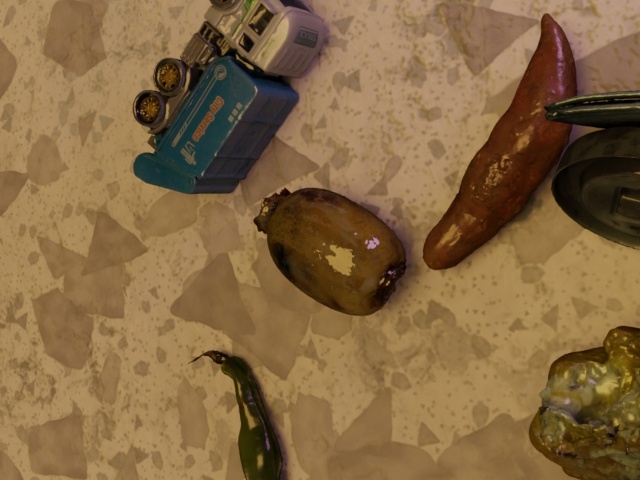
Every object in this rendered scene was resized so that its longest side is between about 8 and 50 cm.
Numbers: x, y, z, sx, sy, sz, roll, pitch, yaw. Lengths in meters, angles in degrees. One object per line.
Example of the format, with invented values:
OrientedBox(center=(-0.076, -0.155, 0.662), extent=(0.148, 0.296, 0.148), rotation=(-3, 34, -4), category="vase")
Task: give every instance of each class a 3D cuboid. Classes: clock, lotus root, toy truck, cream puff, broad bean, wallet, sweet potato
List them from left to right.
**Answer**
OrientedBox(center=(-0.146, -0.229, 1.322), extent=(0.175, 0.146, 0.367), rotation=(43, 113, 18), category="toy truck")
OrientedBox(center=(-0.108, 0.305, 1.330), extent=(0.098, 0.056, 0.318), rotation=(-40, 63, 31), category="broad bean")
OrientedBox(center=(-0.002, 0.000, 1.225), extent=(0.278, 0.154, 0.154), rotation=(36, 106, 33), category="lotus root")
OrientedBox(center=(0.243, -0.102, 1.100), extent=(0.106, 0.095, 0.355), rotation=(33, 107, 24), category="sweet potato")
OrientedBox(center=(0.360, 0.183, 0.976), extent=(0.221, 0.194, 0.195), rotation=(-16, 80, 42), category="cream puff")
OrientedBox(center=(0.365, -0.050, 0.958), extent=(0.214, 0.215, 0.042), rotation=(11, 68, 32), category="clock")
OrientedBox(center=(0.408, -0.142, 0.909), extent=(0.290, 0.251, 0.054), rotation=(4, 94, 31), category="wallet")
